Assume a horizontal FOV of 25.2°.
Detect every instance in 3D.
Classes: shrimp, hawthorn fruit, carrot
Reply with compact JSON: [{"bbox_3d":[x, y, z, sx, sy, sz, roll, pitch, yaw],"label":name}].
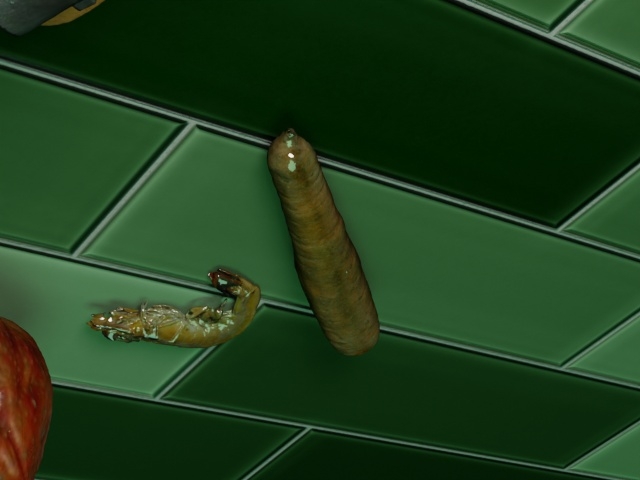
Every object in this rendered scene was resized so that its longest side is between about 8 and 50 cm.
[{"bbox_3d":[-0.140,0.070,1.456,0.178,0.034,0.124,9,138,-31],"label":"shrimp"},{"bbox_3d":[-0.375,0.174,1.342,0.258,0.262,0.258,-5,131,-6],"label":"hawthorn fruit"},{"bbox_3d":[0.000,0.001,1.373,0.070,0.070,0.342,-15,141,4],"label":"carrot"}]

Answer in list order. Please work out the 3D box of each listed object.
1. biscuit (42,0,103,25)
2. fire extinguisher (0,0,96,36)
[{"bbox_3d":[-0.204,-0.228,0.992,0.192,0.036,0.186,23,135,-39],"label":"biscuit"},{"bbox_3d":[-0.057,-0.266,0.911,0.376,0.113,0.200,-30,172,10],"label":"fire extinguisher"}]
